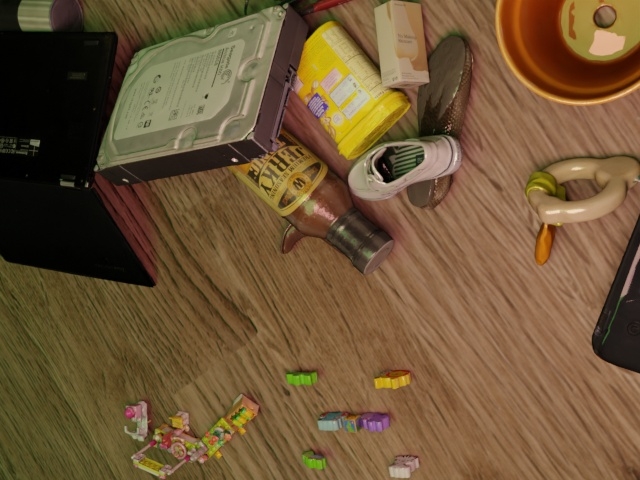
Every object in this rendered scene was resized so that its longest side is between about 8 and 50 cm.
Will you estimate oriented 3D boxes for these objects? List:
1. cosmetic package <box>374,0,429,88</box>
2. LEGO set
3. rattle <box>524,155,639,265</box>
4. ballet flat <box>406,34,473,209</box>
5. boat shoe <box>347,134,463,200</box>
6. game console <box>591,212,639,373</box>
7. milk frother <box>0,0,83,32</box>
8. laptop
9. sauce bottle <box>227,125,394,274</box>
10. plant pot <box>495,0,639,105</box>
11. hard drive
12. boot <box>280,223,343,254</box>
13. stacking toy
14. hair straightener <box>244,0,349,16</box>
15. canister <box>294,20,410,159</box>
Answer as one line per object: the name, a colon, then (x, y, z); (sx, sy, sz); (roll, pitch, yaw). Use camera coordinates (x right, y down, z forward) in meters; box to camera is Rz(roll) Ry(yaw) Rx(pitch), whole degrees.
cosmetic package: (0.115, -0.277, 1.117); (0.041, 0.060, 0.115); (-7, 90, 54)
LEGO set: (-0.244, 0.363, 1.434); (0.286, 0.107, 0.132); (-8, 98, 28)
rattle: (0.384, -0.043, 1.053); (0.199, 0.130, 0.143); (-16, 107, 2)
ballet flat: (0.179, -0.166, 1.136); (0.084, 0.058, 0.250); (24, 109, 54)
boat shoe: (0.099, -0.111, 1.129); (0.226, 0.075, 0.083); (-19, 75, 52)
game console: (0.555, 0.025, 0.948); (0.341, 0.060, 0.387); (17, 109, 8)
milk frother: (-0.510, -0.413, 1.364); (0.134, 0.143, 0.129); (9, 102, 24)
laptop: (-0.489, -0.147, 1.443); (0.381, 0.236, 0.408); (7, 86, 24)
sauce bottle: (-0.032, -0.085, 1.211); (0.344, 0.111, 0.111); (40, 116, 17)
plant pot: (0.333, -0.272, 0.953); (0.205, 0.188, 0.205); (6, 105, 24)
hard drive: (-0.188, -0.215, 1.198); (0.338, 0.064, 0.237); (-4, 62, 36)
boot: (0.000, 0.000, 1.270); (0.114, 0.037, 0.107); (29, 111, 13)
stacking toy: (0.054, 0.298, 1.308); (0.221, 0.052, 0.167); (-4, 98, 29)
hair straightener: (-0.024, -0.384, 1.192); (0.230, 0.047, 0.089); (-12, 96, 32)
canister: (0.035, -0.226, 1.178); (0.126, 0.073, 0.170); (-43, 80, 27)
